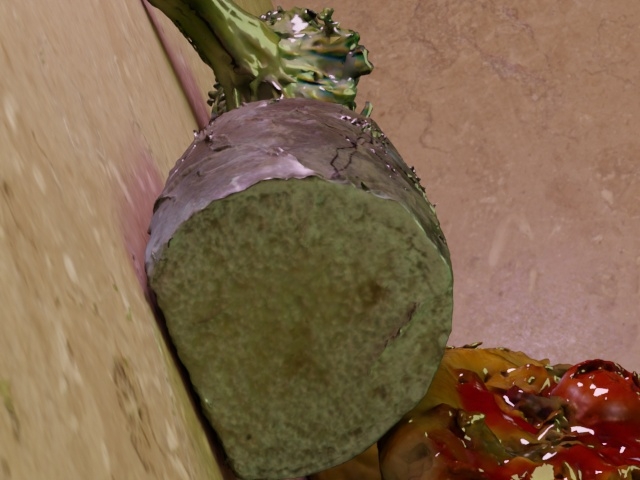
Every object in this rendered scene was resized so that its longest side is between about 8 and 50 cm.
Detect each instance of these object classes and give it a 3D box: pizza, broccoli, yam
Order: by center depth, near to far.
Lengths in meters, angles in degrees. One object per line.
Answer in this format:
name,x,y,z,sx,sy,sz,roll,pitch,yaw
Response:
yam,-0.012,0.010,1.181,0.271,0.201,0.202,-120,-172,-73
pizza,0.246,0.178,1.233,0.130,0.406,0.440,-68,167,11
broccoli,-0.086,-0.155,1.662,0.275,0.177,0.198,18,81,-48

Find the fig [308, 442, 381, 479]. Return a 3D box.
fig,0.027,0.151,1.420,0.257,0.159,0.159,40,19,-30
